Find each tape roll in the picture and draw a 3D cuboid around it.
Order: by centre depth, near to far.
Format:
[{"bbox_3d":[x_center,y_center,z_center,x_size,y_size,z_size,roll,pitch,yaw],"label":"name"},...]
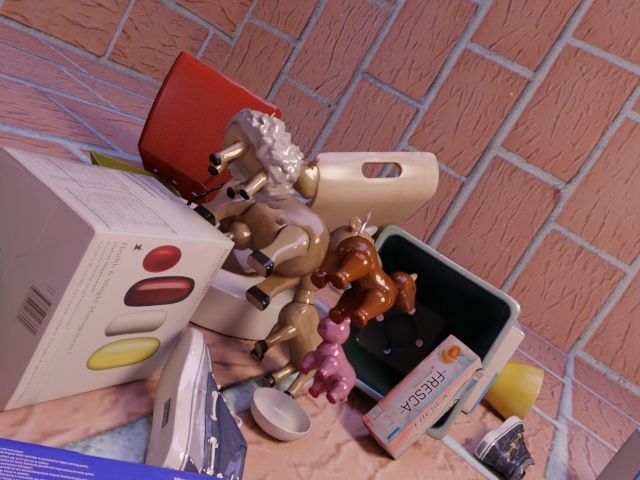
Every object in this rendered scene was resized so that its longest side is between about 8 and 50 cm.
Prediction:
[{"bbox_3d":[-0.205,0.031,1.033,0.392,0.072,0.392,29,12,-7],"label":"tape roll"}]

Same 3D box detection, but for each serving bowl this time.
[{"bbox_3d":[-0.053,0.220,0.729,0.083,0.027,0.083,30,11,-6],"label":"serving bowl"}]

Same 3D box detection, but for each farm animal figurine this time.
[{"bbox_3d":[-0.021,0.030,0.749,0.327,0.330,0.172,47,54,6],"label":"farm animal figurine"}]

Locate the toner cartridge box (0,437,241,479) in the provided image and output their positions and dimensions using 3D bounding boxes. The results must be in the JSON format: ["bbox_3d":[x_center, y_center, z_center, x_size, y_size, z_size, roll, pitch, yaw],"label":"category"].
[{"bbox_3d":[-0.112,0.236,0.392,0.348,0.075,0.165,25,12,-30],"label":"toner cartridge box"}]

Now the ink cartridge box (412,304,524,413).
[{"bbox_3d":[0.295,0.202,1.279,0.197,0.198,0.270,32,10,10],"label":"ink cartridge box"}]

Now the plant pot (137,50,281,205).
[{"bbox_3d":[-0.275,-0.223,1.384,0.267,0.236,0.267,31,-20,2],"label":"plant pot"}]

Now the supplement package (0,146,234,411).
[{"bbox_3d":[-0.238,0.037,0.608,0.149,0.194,0.203,36,13,22],"label":"supplement package"}]

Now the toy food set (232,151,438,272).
[{"bbox_3d":[0.014,-0.047,0.940,0.219,0.306,0.092,-5,66,-34],"label":"toy food set"}]

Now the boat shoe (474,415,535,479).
[{"bbox_3d":[0.338,0.369,1.033,0.083,0.065,0.183,39,21,30],"label":"boat shoe"}]

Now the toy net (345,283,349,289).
[{"bbox_3d":[0.034,0.071,1.565,0.122,0.045,0.232,14,16,-30],"label":"toy net"}]

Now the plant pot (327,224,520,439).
[{"bbox_3d":[0.149,0.157,1.027,0.248,0.247,0.252,33,-7,7],"label":"plant pot"}]

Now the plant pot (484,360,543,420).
[{"bbox_3d":[0.401,0.313,1.262,0.095,0.134,0.134,27,10,10],"label":"plant pot"}]

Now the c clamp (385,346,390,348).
[{"bbox_3d":[0.117,0.194,1.294,0.137,0.022,0.161,28,11,-15],"label":"c clamp"}]

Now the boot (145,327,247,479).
[{"bbox_3d":[-0.121,0.178,0.607,0.086,0.069,0.190,33,29,-24],"label":"boot"}]

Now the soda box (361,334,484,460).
[{"bbox_3d":[0.147,0.223,0.839,0.058,0.183,0.063,41,-13,39],"label":"soda box"}]

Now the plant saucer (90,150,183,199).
[{"bbox_3d":[-0.378,-0.102,1.221,0.188,0.045,0.188,21,15,-43],"label":"plant saucer"}]

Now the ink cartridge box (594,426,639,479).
[{"bbox_3d":[0.592,0.469,0.971,0.232,0.171,0.168,34,12,17],"label":"ink cartridge box"}]
